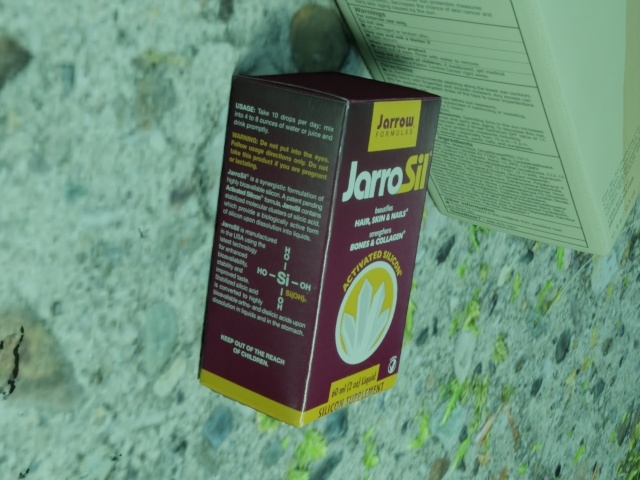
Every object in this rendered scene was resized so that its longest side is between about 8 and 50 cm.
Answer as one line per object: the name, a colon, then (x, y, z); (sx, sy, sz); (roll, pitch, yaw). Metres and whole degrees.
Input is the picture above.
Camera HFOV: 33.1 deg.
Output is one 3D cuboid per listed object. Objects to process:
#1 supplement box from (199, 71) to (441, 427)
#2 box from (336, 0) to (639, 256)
supplement box: (0.000, 0.000, 0.634); (0.104, 0.081, 0.188); (-13, 115, -53)
box: (0.118, -0.132, 0.689); (0.121, 0.148, 0.311); (-60, 147, -20)
